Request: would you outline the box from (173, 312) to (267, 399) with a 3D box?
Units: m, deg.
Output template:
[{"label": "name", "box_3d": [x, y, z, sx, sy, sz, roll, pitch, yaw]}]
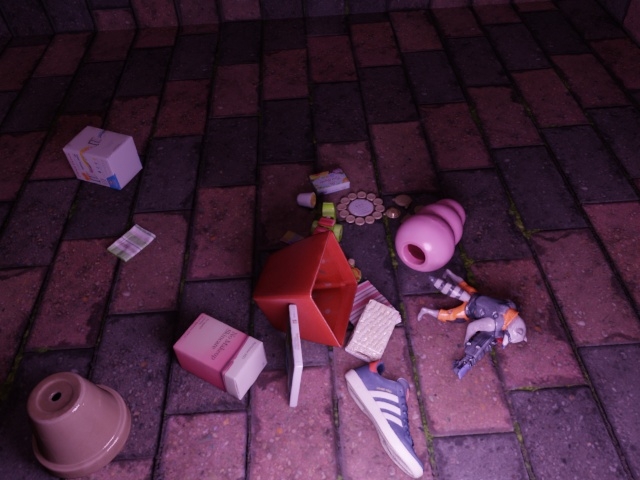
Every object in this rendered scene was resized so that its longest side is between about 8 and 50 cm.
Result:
[{"label": "box", "box_3d": [-0.301, 0.347, 1.672, 0.232, 0.126, 0.148, 21, 51, 22]}]

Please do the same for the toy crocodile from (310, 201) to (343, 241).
[{"label": "toy crocodile", "box_3d": [0.000, 0.000, 1.993, 0.115, 0.105, 0.340, 11, 49, 14]}]

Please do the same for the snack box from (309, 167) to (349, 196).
[{"label": "snack box", "box_3d": [0.036, -0.240, 2.261, 0.141, 0.037, 0.100, -17, 50, -12]}]

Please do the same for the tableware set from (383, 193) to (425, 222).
[{"label": "tableware set", "box_3d": [0.335, -0.113, 2.138, 0.169, 0.020, 0.141, 32, 57, 29]}]

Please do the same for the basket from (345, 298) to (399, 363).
[{"label": "basket", "box_3d": [0.161, 0.277, 1.697, 0.113, 0.103, 0.167, 24, 62, 9]}]

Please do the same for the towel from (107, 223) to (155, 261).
[{"label": "towel", "box_3d": [-0.714, 0.007, 2.085, 0.113, 0.023, 0.152, 25, 53, 25]}]

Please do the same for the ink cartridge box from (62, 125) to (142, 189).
[{"label": "ink cartridge box", "box_3d": [-0.914, -0.348, 2.328, 0.233, 0.171, 0.168, 15, 49, 17]}]

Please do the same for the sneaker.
[{"label": "sneaker", "box_3d": [0.208, 0.471, 1.522, 0.148, 0.131, 0.350, -25, 50, -13]}]

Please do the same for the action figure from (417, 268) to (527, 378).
[{"label": "action figure", "box_3d": [0.465, 0.242, 1.698, 0.330, 0.178, 0.341, 20, 49, 33]}]

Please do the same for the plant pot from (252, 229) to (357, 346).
[{"label": "plant pot", "box_3d": [-0.055, 0.158, 1.752, 0.236, 0.267, 0.267, -5, 44, 25]}]

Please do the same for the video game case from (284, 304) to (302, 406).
[{"label": "video game case", "box_3d": [-0.080, 0.335, 1.602, 0.026, 0.227, 0.206, -1, 47, -9]}]

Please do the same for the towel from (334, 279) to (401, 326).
[{"label": "towel", "box_3d": [0.154, 0.230, 1.825, 0.144, 0.029, 0.197, -28, 51, -18]}]

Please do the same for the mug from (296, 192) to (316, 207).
[{"label": "mug", "box_3d": [-0.056, -0.159, 2.188, 0.064, 0.078, 0.062, 6, 80, 20]}]

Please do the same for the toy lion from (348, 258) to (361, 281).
[{"label": "toy lion", "box_3d": [0.091, 0.115, 1.935, 0.100, 0.034, 0.096, -8, 55, -4]}]

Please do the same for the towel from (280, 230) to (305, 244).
[{"label": "towel", "box_3d": [-0.103, -0.005, 2.069, 0.083, 0.009, 0.060, 23, 52, 22]}]

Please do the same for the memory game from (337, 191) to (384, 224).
[{"label": "memory game", "box_3d": [0.159, -0.127, 2.166, 0.186, 0.012, 0.186, -2, 47, 2]}]

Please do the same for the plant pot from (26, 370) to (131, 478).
[{"label": "plant pot", "box_3d": [-0.681, 0.477, 1.506, 0.263, 0.229, 0.263, -2, 47, 3]}]

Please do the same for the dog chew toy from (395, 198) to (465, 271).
[{"label": "dog chew toy", "box_3d": [0.405, -0.036, 1.951, 0.207, 0.206, 0.332, 25, 45, 24]}]
